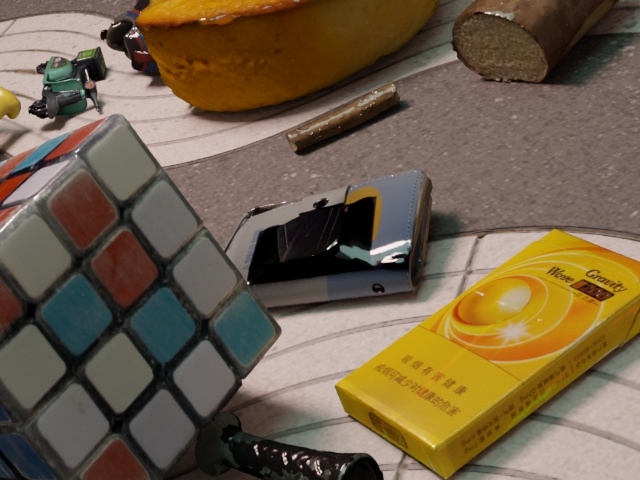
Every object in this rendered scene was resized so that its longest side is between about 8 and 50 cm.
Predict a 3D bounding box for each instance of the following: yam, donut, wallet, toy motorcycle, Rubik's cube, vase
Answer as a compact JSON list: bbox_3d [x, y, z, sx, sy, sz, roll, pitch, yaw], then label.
[{"bbox_3d":[0.029,-0.146,1.703,0.145,0.032,0.032,-26,31,-7],"label":"yam"},{"bbox_3d":[-0.016,-0.321,1.889,0.377,0.163,0.435,-1,34,28],"label":"donut"},{"bbox_3d":[0.000,0.000,1.453,0.231,0.069,0.170,-9,37,21],"label":"wallet"},{"bbox_3d":[-0.360,-0.221,2.037,0.100,0.058,0.173,-11,29,5],"label":"toy motorcycle"},{"bbox_3d":[-0.240,0.078,1.238,0.256,0.259,0.253,-11,28,48],"label":"Rubik's cube"},{"bbox_3d":[0.272,-0.289,1.691,0.129,0.128,0.238,35,60,15],"label":"yam"},{"bbox_3d":[-0.029,0.186,1.179,0.167,0.059,0.059,10,42,42],"label":"vase"}]

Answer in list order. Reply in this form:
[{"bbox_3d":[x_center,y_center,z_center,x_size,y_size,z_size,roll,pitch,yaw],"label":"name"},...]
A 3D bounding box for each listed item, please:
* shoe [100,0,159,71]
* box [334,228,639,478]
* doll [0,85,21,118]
[{"bbox_3d":[-0.251,-0.297,2.047,0.125,0.099,0.227,-21,34,-6],"label":"shoe"},{"bbox_3d":[0.160,0.089,1.235,0.269,0.043,0.152,-35,33,-21],"label":"box"},{"bbox_3d":[-0.535,-0.112,1.874,0.199,0.145,0.363,33,46,6],"label":"doll"}]
